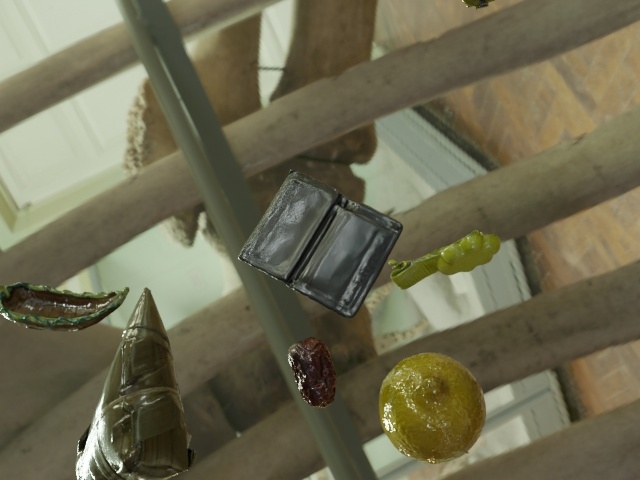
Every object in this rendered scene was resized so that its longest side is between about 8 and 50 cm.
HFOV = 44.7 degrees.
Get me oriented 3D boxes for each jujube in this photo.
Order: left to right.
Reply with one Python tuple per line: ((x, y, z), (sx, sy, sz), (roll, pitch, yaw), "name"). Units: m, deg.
((-0.012, 0.237, 1.393), (0.077, 0.077, 0.129), (78, 174, -64), "jujube")

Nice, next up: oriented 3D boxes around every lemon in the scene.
((0.190, 0.289, 1.336), (0.187, 0.187, 0.244), (60, 172, 26), "lemon")

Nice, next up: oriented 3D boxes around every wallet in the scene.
((0.000, 0.000, 1.693), (0.323, 0.247, 0.041), (27, 170, 26), "wallet")

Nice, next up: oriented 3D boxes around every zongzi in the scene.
((-0.502, 0.429, 1.998), (0.500, 0.218, 0.466), (-42, 45, 44), "zongzi")

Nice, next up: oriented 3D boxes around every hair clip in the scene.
((0.188, 0.028, 1.175), (0.072, 0.173, 0.046), (43, -143, -49), "hair clip")

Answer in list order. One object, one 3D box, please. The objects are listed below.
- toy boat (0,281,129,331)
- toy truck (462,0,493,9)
((-0.525, 0.136, 1.606), (0.108, 0.293, 0.099), (-76, -17, -56), "toy boat")
((0.209, -0.348, 1.025), (0.123, 0.052, 0.062), (-67, -36, -57), "toy truck")
